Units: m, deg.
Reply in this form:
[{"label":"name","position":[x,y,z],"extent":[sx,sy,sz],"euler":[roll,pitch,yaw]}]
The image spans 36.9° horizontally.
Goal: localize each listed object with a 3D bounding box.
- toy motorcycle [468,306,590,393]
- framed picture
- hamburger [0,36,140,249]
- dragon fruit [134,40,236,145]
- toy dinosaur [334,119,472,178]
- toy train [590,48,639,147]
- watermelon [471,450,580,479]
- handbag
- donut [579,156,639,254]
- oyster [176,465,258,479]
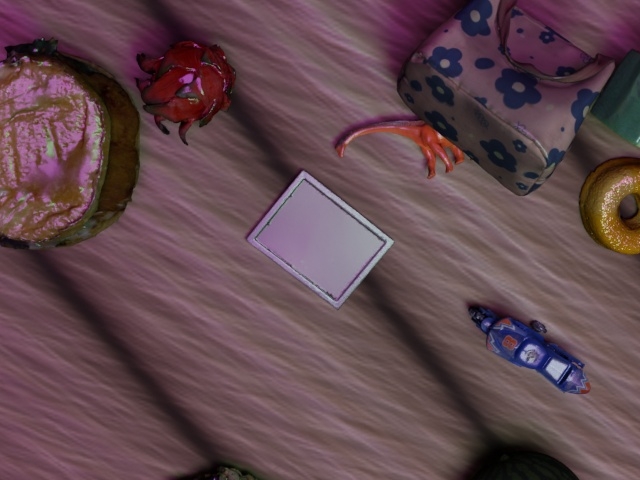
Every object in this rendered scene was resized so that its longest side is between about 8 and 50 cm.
[{"label":"toy motorcycle","position":[0.317,0.165,1.472],"extent":[0.205,0.114,0.076],"euler":[32,99,-9]},{"label":"framed picture","position":[0.000,0.000,1.469],"extent":[0.183,0.011,0.142],"euler":[37,99,-10]},{"label":"hamburger","position":[-0.361,-0.130,1.355],"extent":[0.211,0.132,0.308],"euler":[8,104,-5]},{"label":"dragon fruit","position":[-0.190,-0.220,1.358],"extent":[0.142,0.130,0.121],"euler":[-36,136,5]},{"label":"toy dinosaur","position":[0.165,-0.144,1.418],"extent":[0.280,0.055,0.101],"euler":[-15,86,-3]},{"label":"toy train","position":[0.567,-0.270,1.308],"extent":[0.237,0.150,0.368],"euler":[17,113,-32]},{"label":"watermelon","position":[0.321,0.433,1.492],"extent":[0.212,0.212,0.212],"euler":[-1,104,-3]},{"label":"handbag","position":[0.258,-0.215,1.315],"extent":[0.251,0.190,0.193],"euler":[41,75,8]},{"label":"donut","position":[0.470,-0.049,1.458],"extent":[0.152,0.058,0.151],"euler":[-1,106,-4]},{"label":"oyster","position":[-0.138,0.455,1.539],"extent":[0.260,0.092,0.198],"euler":[-15,104,10]}]
